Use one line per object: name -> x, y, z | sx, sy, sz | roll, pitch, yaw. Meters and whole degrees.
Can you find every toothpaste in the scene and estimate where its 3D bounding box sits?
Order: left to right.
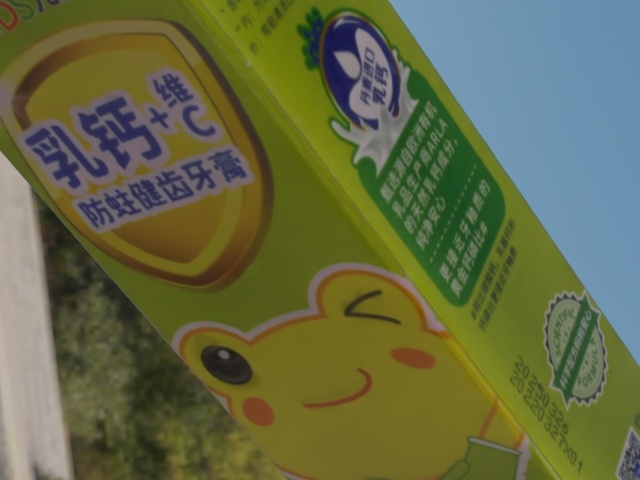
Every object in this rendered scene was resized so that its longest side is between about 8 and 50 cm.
toothpaste -> 0.000, 0.000, 0.502 | 0.327, 0.110, 0.077 | 52, 46, -25
